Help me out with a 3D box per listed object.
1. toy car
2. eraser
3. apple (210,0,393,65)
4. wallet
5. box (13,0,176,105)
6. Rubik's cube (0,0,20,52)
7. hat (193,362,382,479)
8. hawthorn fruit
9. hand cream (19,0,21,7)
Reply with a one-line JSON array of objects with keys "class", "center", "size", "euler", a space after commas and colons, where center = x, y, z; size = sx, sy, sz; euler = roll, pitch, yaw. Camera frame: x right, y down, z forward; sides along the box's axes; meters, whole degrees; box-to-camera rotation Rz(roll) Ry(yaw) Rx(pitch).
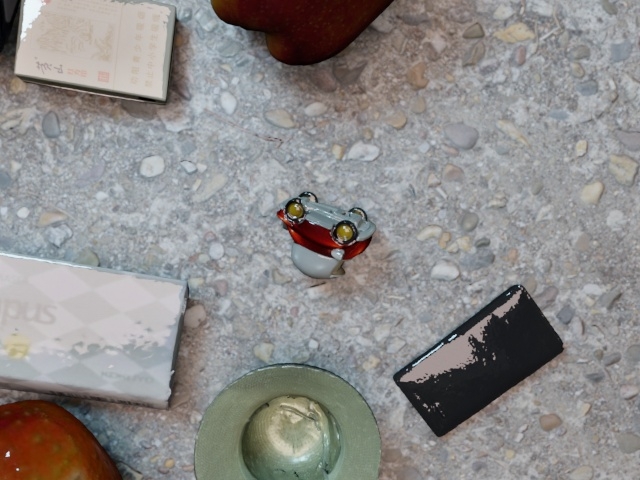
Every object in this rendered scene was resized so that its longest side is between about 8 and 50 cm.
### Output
[{"class": "toy car", "center": [0.000, 0.000, 0.822], "size": [0.139, 0.112, 0.112], "euler": [21, 109, 8]}, {"class": "eraser", "center": [-0.399, 0.124, 0.804], "size": [0.397, 0.082, 0.213], "euler": [10, 92, -9]}, {"class": "apple", "center": [-0.009, -0.393, 0.714], "size": [0.288, 0.288, 0.317], "euler": [34, 105, -2]}, {"class": "wallet", "center": [0.241, 0.184, 0.864], "size": [0.244, 0.025, 0.124], "euler": [-36, 92, 2]}, {"class": "box", "center": [-0.311, -0.277, 0.800], "size": [0.201, 0.058, 0.141], "euler": [5, 93, -15]}, {"class": "Rubik's cube", "center": [-0.535, -0.440, 0.659], "size": [0.305, 0.310, 0.307], "euler": [13, 80, 1]}, {"class": "hat", "center": [-0.043, 0.284, 0.815], "size": [0.257, 0.130, 0.257], "euler": [0, 94, 0]}, {"class": "hawthorn fruit", "center": [-0.414, 0.345, 0.758], "size": [0.275, 0.275, 0.299], "euler": [-35, 79, 1]}, {"class": "hand cream", "center": [-0.466, -0.379, 0.824], "size": [0.194, 0.042, 0.067], "euler": [27, 98, 0]}]
